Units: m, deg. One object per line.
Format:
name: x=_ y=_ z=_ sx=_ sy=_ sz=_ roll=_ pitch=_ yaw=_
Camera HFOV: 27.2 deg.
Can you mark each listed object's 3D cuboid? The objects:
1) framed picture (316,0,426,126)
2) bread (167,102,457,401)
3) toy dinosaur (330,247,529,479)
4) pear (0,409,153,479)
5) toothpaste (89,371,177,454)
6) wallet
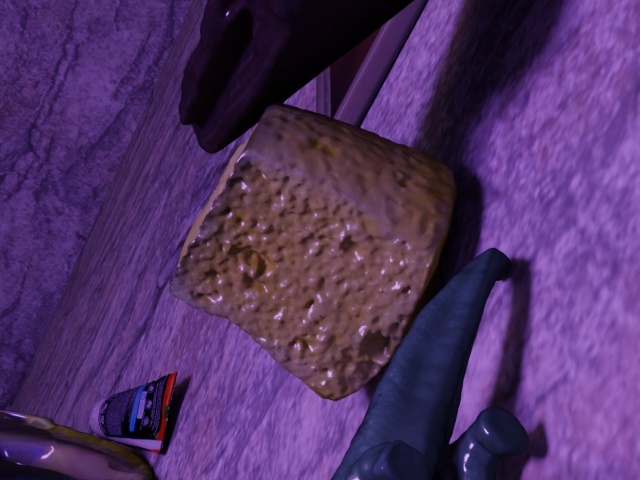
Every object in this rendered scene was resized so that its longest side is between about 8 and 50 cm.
framed picture: x=0.064 y=-0.216 z=0.930 sx=0.211 sy=0.020 sz=0.289 roll=-89 pitch=24 yaw=-59
bread: x=0.000 y=0.000 z=0.639 sx=0.129 sy=0.114 sz=0.111 roll=-59 pitch=9 yaw=21
toy dinosaur: x=0.031 y=0.101 z=0.429 sx=0.120 sy=0.079 sz=0.292 roll=-41 pitch=26 yaw=59
pear: x=-0.341 y=0.241 z=1.097 sx=0.399 sy=0.399 sz=0.165 roll=-177 pitch=95 yaw=-76
toothpaste: x=-0.165 y=0.161 z=1.196 sx=0.193 sy=0.045 sz=0.071 roll=-22 pitch=55 yaw=64
wallet: x=0.035 y=-0.142 z=0.644 sx=0.229 sy=0.049 sz=0.182 roll=-38 pitch=-2 yaw=-24
